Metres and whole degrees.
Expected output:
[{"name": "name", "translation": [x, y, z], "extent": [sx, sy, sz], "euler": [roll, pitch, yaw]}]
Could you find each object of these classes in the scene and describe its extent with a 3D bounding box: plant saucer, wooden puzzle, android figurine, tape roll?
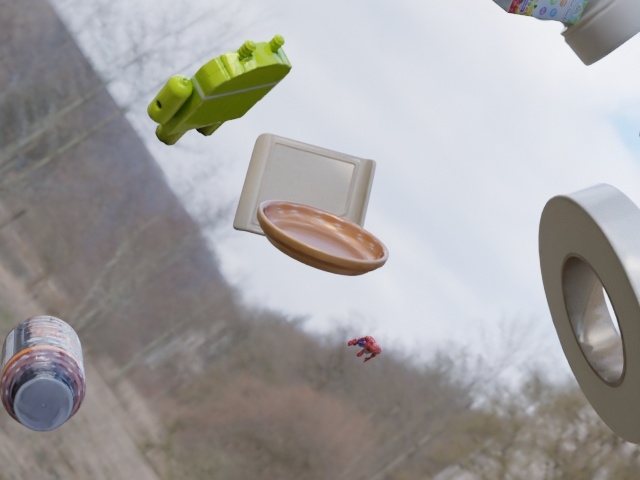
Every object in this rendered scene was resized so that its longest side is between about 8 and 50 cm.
[{"name": "plant saucer", "translation": [0.000, 0.000, 1.729], "extent": [0.200, 0.037, 0.200], "euler": [19, 17, -6]}, {"name": "wooden puzzle", "translation": [-0.028, -0.084, 2.284], "extent": [0.239, 0.221, 0.044], "euler": [13, -29, 1]}, {"name": "android figurine", "translation": [-0.155, -0.244, 1.936], "extent": [0.273, 0.248, 0.056], "euler": [-39, -104, 47]}, {"name": "tape roll", "translation": [0.432, 0.108, 1.780], "extent": [0.392, 0.072, 0.392], "euler": [164, -90, -82]}]

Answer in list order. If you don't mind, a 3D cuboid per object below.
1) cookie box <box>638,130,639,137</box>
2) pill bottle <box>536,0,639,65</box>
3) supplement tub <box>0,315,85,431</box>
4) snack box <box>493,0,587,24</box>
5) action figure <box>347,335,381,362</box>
[{"name": "cookie box", "translation": [0.527, -0.146, 1.783], "extent": [0.107, 0.092, 0.040], "euler": [-81, 177, -63]}, {"name": "pill bottle", "translation": [0.341, -0.463, 1.747], "extent": [0.392, 0.224, 0.224], "euler": [51, -12, -3]}, {"name": "supplement tub", "translation": [-0.348, 0.170, 1.515], "extent": [0.106, 0.106, 0.198], "euler": [59, -4, -20]}, {"name": "snack box", "translation": [0.207, -0.284, 1.299], "extent": [0.141, 0.100, 0.037], "euler": [54, -47, 43]}, {"name": "action figure", "translation": [0.070, 0.168, 1.887], "extent": [0.038, 0.030, 0.115], "euler": [55, -16, -2]}]
